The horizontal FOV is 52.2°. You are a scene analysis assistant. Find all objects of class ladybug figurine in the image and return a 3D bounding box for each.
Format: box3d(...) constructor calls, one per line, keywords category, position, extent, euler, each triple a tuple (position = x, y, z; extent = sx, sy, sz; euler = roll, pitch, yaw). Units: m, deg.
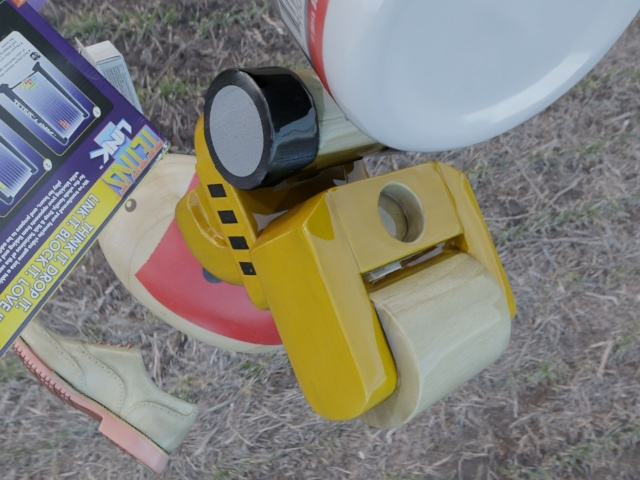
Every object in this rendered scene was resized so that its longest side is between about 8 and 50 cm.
box3d(category="ladybug figurine", position=(-0.146, 0.014, 1.086), extent=(0.449, 0.161, 0.305), euler=(31, 53, -26))

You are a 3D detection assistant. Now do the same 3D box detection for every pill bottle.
box3d(category="pill bottle", position=(0.031, -0.251, 0.435), extent=(0.210, 0.210, 0.363), euler=(-18, 57, -17))

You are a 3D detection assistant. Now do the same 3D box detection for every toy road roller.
box3d(category="toy road roller", position=(0.000, 0.000, 0.609), extent=(0.202, 0.240, 0.330), euler=(-19, 83, -40))

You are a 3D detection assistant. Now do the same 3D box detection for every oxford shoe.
box3d(category="oxford shoe", position=(-0.393, 0.233, 1.152), extent=(0.397, 0.140, 0.146), euler=(39, 65, 1))

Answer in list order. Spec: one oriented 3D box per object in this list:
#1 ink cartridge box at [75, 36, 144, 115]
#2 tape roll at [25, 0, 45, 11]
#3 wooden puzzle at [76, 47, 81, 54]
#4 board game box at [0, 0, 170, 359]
box3d(category="ink cartridge box", position=(-0.432, -0.289, 1.404), extent=(0.060, 0.275, 0.239), euler=(-23, 37, -16))
box3d(category="tape roll", position=(-0.751, -0.560, 1.429), extent=(0.274, 0.275, 0.090), euler=(-19, 87, -17))
box3d(category="wooden puzzle", position=(-0.449, -0.319, 1.192), extent=(0.006, 0.083, 0.049), euler=(20, 48, -14))
box3d(category="board game box", position=(-0.183, -0.040, 0.348), extent=(0.141, 0.048, 0.170), euler=(47, 52, -25))
